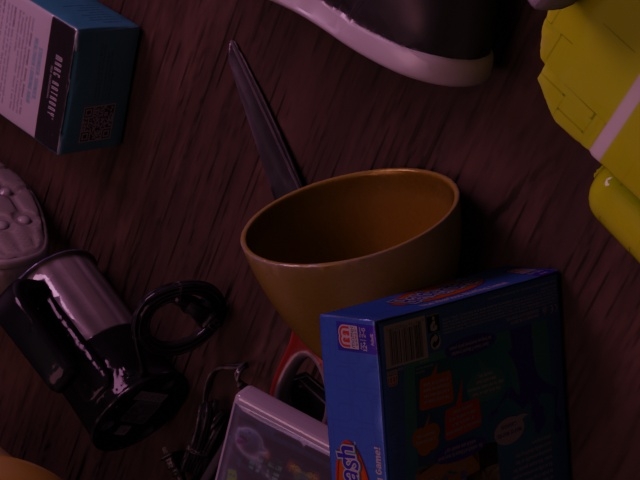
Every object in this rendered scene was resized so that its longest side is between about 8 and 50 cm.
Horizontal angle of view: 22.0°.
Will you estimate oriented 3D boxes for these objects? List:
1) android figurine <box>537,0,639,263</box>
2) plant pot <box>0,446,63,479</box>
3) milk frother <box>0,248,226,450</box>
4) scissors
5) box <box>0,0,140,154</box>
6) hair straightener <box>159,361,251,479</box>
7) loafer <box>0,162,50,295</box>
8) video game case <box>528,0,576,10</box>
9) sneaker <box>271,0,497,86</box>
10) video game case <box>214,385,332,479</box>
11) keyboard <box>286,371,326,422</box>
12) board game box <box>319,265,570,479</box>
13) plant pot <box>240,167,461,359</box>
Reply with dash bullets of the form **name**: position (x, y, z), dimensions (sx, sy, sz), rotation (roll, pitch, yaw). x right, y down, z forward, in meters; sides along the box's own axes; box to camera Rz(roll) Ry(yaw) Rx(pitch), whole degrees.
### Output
- **android figurine**: position (0.215, -0.083, 0.822), dimensions (0.273, 0.056, 0.248), rotation (47, 129, 27)
- **plant pot**: position (-0.313, 0.256, 1.321), dimensions (0.239, 0.254, 0.254), rotation (41, 127, 50)
- **milk frother**: position (-0.151, 0.055, 1.214), dimensions (0.143, 0.129, 0.135), rotation (-39, 64, -3)
- **scissors**: position (0.000, 0.000, 1.088), dimensions (0.109, 0.021, 0.297), rotation (-12, 80, 31)
- **box**: position (-0.242, -0.163, 1.268), dimensions (0.244, 0.060, 0.100), rotation (33, 122, 36)
- **hair straightener**: position (-0.095, 0.176, 1.204), dimensions (0.089, 0.047, 0.230), rotation (40, 125, 33)
- **loafer**: position (-0.321, -0.021, 1.355), dimensions (0.319, 0.112, 0.111), rotation (34, 127, 45)
- **video game case**: position (0.135, -0.327, 0.779), dimensions (0.329, 0.036, 0.300), rotation (-45, 66, 42)
- **sneaker**: position (0.000, -0.215, 0.986), dimensions (0.295, 0.104, 0.147), rotation (31, 118, 30)
- **video game case**: position (0.010, 0.207, 1.078), dimensions (0.190, 0.022, 0.173), rotation (26, 120, 20)
- **keyboard**: position (-0.014, 0.188, 1.128), dimensions (0.108, 0.023, 0.180), rotation (41, 120, 25)
- **board game box**: position (0.077, 0.131, 0.937), dimensions (0.047, 0.160, 0.210), rotation (4, 101, 46)
- **plant pot**: position (0.027, 0.026, 0.999), dimensions (0.134, 0.134, 0.095), rotation (10, 122, 44)
